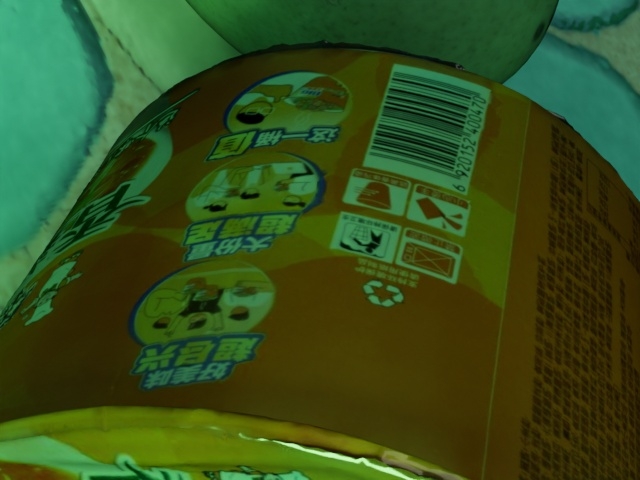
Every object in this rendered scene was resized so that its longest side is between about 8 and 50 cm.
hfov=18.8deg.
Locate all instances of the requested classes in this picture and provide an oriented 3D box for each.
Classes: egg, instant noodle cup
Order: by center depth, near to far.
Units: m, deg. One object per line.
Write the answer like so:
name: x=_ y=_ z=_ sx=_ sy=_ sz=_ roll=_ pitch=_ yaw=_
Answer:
instant noodle cup: x=0.004 y=0.083 z=0.673 sx=0.296 sy=0.296 sz=0.214 roll=38 pitch=41 yaw=-18
egg: x=0.006 y=-0.159 z=0.861 sx=0.236 sy=0.169 sz=0.169 roll=49 pitch=46 yaw=-12
